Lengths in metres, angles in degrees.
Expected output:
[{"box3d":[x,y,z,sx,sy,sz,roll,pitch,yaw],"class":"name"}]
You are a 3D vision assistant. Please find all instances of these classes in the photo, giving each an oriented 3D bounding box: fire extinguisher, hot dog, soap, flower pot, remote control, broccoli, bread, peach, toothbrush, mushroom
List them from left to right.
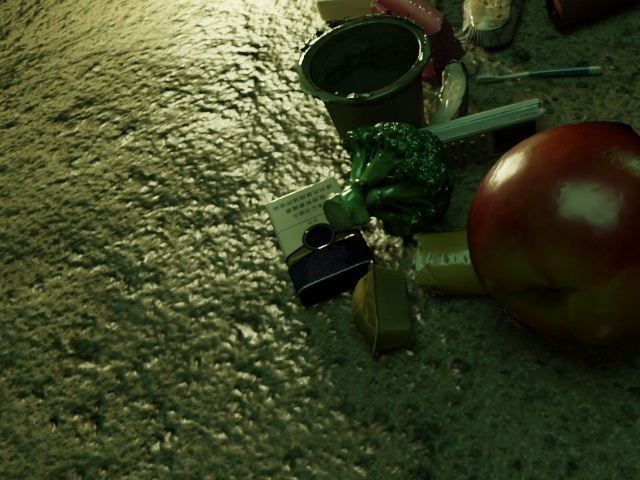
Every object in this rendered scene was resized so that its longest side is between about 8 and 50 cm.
[{"box3d":[0.115,-0.309,1.807,0.290,0.259,0.291,-10,49,12],"class":"flower pot"},{"box3d":[0.124,-0.116,1.633,0.270,0.270,0.270,-33,48,-27],"class":"broccoli"},{"box3d":[0.231,-0.474,1.966,0.099,0.162,0.250,-35,49,-11],"class":"soap"},{"box3d":[0.285,-0.291,1.843,0.072,0.094,0.210,10,56,18],"class":"mushroom"},{"box3d":[0.261,0.036,1.590,0.173,0.085,0.134,-5,51,14],"class":"bread"},{"box3d":[0.325,-0.211,1.759,0.277,0.103,0.056,-14,56,7],"class":"remote control"},{"box3d":[0.415,-0.566,2.040,0.144,0.075,0.268,2,56,26],"class":"hot dog"},{"box3d":[0.489,-0.374,1.895,0.275,0.019,0.025,-1,44,18],"class":"toothbrush"},{"box3d":[0.437,-0.024,1.404,0.388,0.388,0.388,-9,50,11],"class":"peach"},{"box3d":[0.689,-0.601,1.968,0.336,0.107,0.147,-20,24,0],"class":"fire extinguisher"}]

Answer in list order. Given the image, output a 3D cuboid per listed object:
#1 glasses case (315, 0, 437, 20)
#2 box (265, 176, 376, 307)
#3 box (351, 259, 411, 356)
[{"box3d":[0.148,-0.642,2.192,0.312,0.070,0.131,1,52,19],"class":"glasses case"},{"box3d":[0.000,0.000,1.717,0.168,0.071,0.259,-23,47,-1],"class":"box"},{"box3d":[0.109,0.125,1.562,0.111,0.111,0.177,-9,49,11],"class":"box"}]
